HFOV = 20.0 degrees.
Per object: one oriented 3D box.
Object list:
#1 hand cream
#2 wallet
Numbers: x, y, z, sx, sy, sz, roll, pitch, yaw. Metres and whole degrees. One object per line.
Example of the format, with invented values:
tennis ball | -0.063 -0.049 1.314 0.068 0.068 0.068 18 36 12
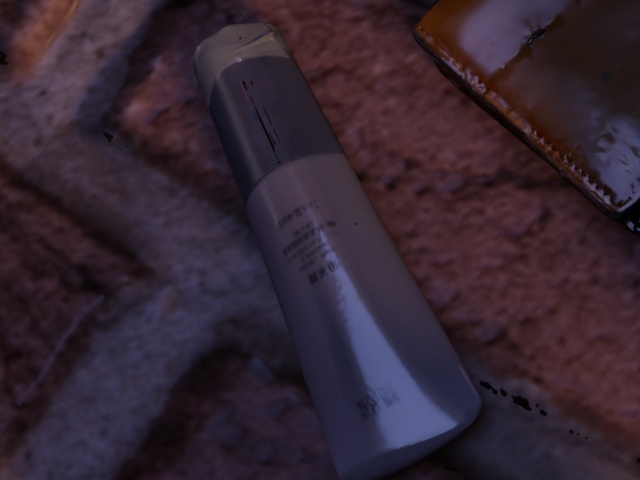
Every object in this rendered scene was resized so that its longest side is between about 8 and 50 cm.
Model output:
hand cream | 0.000 0.000 0.922 0.079 0.048 0.255 -31 66 14
wallet | 0.166 -0.117 0.905 0.195 0.042 0.161 -46 67 -2
